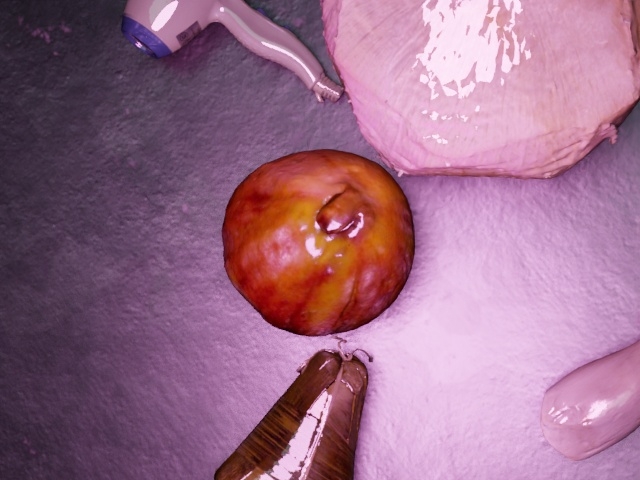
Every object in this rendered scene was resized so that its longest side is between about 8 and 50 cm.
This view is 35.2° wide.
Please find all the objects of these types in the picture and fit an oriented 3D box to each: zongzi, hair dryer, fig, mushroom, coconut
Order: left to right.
[{"bbox_3d":[-0.081,-0.350,1.306,0.298,0.119,0.296,15,84,-4],"label":"hair dryer"},{"bbox_3d":[0.001,0.001,1.185,0.263,0.224,0.224,-6,83,47],"label":"fig"},{"bbox_3d":[0.031,0.274,1.224,0.241,0.111,0.248,39,87,-6],"label":"zongzi"},{"bbox_3d":[0.186,-0.253,1.094,0.404,0.404,0.405,-1,85,11],"label":"coconut"},{"bbox_3d":[0.347,0.169,1.166,0.212,0.088,0.097,-41,47,0],"label":"mushroom"}]
